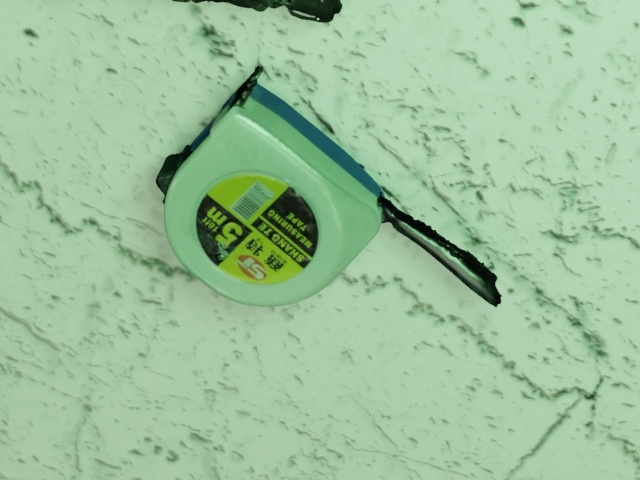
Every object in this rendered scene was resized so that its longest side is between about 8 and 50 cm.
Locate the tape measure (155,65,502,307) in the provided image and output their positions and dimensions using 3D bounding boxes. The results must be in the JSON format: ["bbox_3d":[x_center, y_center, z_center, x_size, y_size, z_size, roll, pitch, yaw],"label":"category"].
[{"bbox_3d":[0.000,0.000,1.841,0.351,0.098,0.215,39,119,-11],"label":"tape measure"}]

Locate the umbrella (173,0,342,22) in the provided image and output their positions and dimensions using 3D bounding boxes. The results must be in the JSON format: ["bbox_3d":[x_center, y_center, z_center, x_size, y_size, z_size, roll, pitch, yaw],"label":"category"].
[{"bbox_3d":[-0.141,-0.294,1.678,0.337,0.128,0.154,6,139,0],"label":"umbrella"}]
